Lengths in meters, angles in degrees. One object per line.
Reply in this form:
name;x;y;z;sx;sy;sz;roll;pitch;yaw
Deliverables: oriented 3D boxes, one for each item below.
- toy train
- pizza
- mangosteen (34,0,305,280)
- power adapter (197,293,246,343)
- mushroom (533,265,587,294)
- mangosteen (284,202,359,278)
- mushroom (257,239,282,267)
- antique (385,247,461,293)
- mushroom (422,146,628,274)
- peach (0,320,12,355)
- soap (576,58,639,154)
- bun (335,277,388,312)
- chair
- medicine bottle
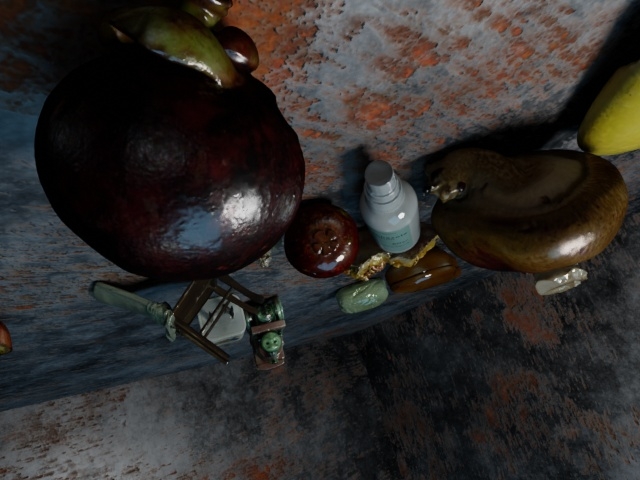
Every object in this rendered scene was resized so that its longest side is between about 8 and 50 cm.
toy train;-0.188;0.329;1.507;0.150;0.221;0.304;-11;160;-13
pizza;0.148;0.029;1.057;0.306;0.161;0.085;-14;130;6
mangosteen;-0.122;-0.094;0.389;0.228;0.228;0.265;-5;117;-35
power adapter;-0.292;0.231;1.274;0.130;0.125;0.205;-12;162;-16
mushroom;0.607;0.007;1.209;0.298;0.290;0.297;-15;162;-5
mangosteen;0.004;0.009;0.867;0.156;0.145;0.181;-18;163;-8
mushroom;-0.117;0.016;0.880;0.085;0.079;0.085;-16;159;-6
antique;0.359;0.107;1.527;0.278;0.129;0.223;-9;160;-26
mushroom;0.377;-0.081;0.814;0.346;0.259;0.345;-22;-153;12
peach;-0.699;0.177;0.820;0.189;0.068;0.279;2;156;-30
soap;0.595;-0.260;0.696;0.306;0.115;0.427;-24;162;9
bun;0.175;0.230;1.746;0.221;0.108;0.221;-16;162;-6
chair;-0.310;0.134;0.976;0.186;0.319;0.160;-59;-179;-24
medicine bottle;0.133;-0.063;0.836;0.110;0.110;0.352;-21;162;9
